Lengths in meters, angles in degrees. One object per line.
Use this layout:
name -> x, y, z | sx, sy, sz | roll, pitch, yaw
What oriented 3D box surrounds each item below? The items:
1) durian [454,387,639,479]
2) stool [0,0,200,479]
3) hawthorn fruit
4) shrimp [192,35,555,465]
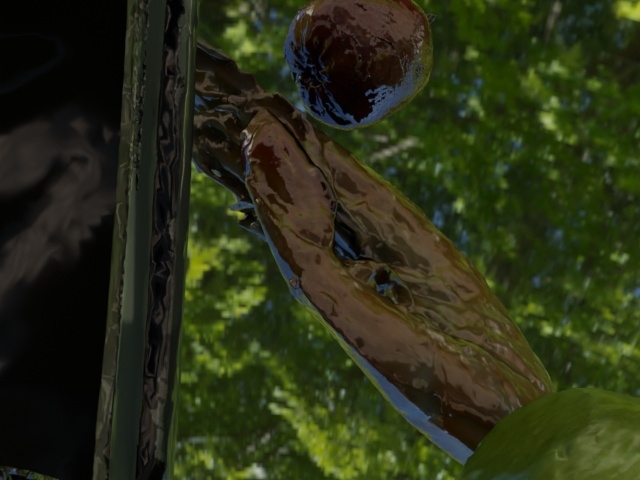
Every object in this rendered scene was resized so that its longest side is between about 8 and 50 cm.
durian -> 0.108, 0.116, 0.437 | 0.101, 0.250, 0.139 | -43, -82, -8
stool -> -0.141, -0.032, 0.453 | 0.170, 0.270, 0.244 | 1, -102, 2
hawthorn fruit -> 0.020, -0.092, 0.691 | 0.077, 0.077, 0.077 | 2, -126, -3
shrimp -> 0.000, 0.000, 0.615 | 0.287, 0.063, 0.152 | 45, -161, 10
